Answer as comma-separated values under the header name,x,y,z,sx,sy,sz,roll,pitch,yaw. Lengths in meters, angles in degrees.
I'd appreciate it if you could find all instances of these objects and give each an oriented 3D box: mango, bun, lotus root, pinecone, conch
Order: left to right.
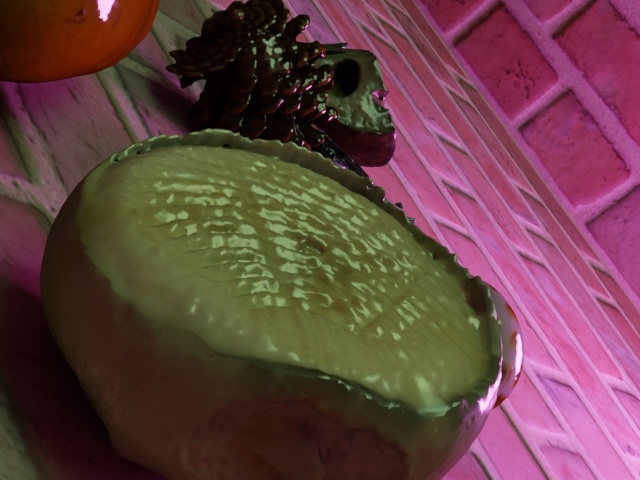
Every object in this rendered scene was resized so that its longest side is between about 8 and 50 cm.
name,x,y,z,sx,sy,sz,roll,pitch,yaw
mango,-0.275,-0.276,1.247,0.300,0.232,0.446,48,10,8
bun,-0.048,0.081,1.070,0.364,0.202,0.364,22,30,-13
pinecone,-0.072,-0.181,1.653,0.212,0.185,0.168,63,-1,-15
lotus root,0.016,-0.198,1.992,0.314,0.142,0.210,-179,-104,-87
conch,0.144,0.127,1.583,0.275,0.183,0.149,47,-16,-30

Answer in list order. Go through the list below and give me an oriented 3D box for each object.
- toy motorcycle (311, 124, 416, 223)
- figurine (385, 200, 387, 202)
name,x,y,z,sx,sy,sz,roll,pitch,yaw
toy motorcycle,0.038,-0.059,1.818,0.263,0.091,0.157,44,13,-11
figurine,0.000,0.000,1.498,0.145,0.145,0.222,50,21,-2
